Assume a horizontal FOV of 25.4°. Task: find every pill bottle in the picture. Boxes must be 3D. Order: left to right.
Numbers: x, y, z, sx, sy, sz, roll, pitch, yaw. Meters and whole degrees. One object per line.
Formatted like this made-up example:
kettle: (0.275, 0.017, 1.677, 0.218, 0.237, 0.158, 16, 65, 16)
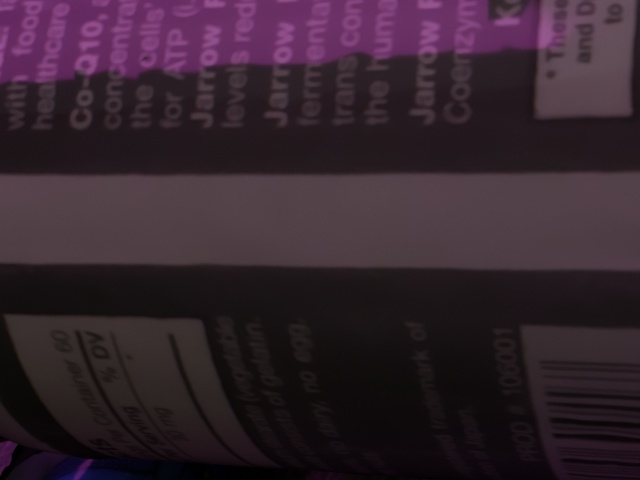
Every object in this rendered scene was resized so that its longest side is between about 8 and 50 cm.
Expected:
pill bottle: (-0.012, -0.026, 0.473, 0.361, 0.204, 0.204, 1, 40, 20)

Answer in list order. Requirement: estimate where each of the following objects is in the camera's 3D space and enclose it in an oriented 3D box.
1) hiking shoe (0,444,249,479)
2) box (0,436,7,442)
hiking shoe: (-0.110, 0.166, 0.657, 0.304, 0.113, 0.132, -41, 50, -12)
box: (-0.162, 0.020, 0.763, 0.247, 0.163, 0.142, -11, -10, -47)
